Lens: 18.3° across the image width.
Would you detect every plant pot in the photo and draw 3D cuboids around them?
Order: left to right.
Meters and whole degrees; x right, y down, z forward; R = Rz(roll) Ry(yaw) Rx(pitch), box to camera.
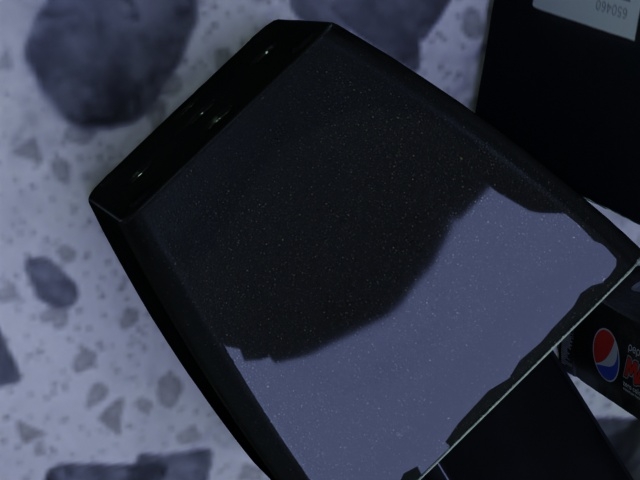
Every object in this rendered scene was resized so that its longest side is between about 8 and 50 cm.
[{"bbox_3d":[0.000,0.000,0.914,0.187,0.188,0.167,-43,104,-5],"label":"plant pot"}]

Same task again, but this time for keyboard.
[{"bbox_3d":[0.119,0.197,1.006,0.201,0.033,0.317,-37,97,-44],"label":"keyboard"}]

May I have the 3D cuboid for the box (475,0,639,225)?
[{"bbox_3d":[0.310,-0.153,0.969,0.395,0.212,0.294,2,104,-24],"label":"box"}]

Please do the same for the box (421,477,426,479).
[{"bbox_3d":[0.089,0.252,1.023,0.270,0.060,0.216,27,58,-28],"label":"box"}]

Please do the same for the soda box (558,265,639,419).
[{"bbox_3d":[0.185,0.063,1.005,0.060,0.169,0.053,-8,109,-20],"label":"soda box"}]
